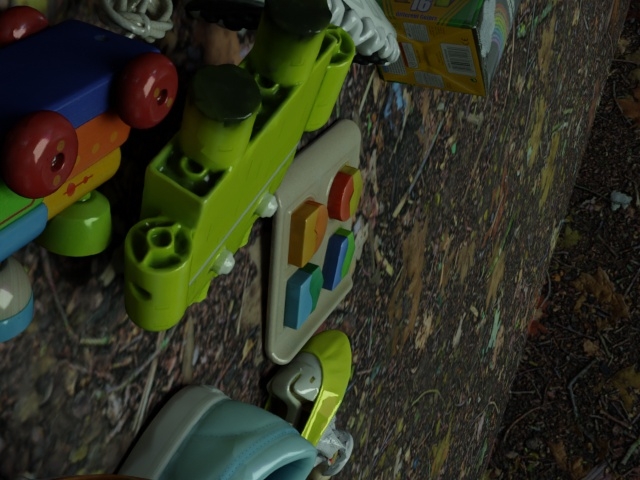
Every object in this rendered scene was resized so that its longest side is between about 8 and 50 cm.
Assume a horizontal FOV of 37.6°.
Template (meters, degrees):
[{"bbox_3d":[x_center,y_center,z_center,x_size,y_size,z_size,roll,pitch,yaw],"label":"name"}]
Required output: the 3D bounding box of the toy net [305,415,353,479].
[{"bbox_3d":[0.006,0.275,1.074,0.122,0.045,0.232,-45,159,-48],"label":"toy net"}]

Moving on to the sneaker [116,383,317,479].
[{"bbox_3d":[-0.115,0.278,0.706,0.135,0.150,0.366,71,38,-52],"label":"sneaker"}]

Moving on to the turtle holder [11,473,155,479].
[{"bbox_3d":[-0.145,0.277,0.541,0.320,0.227,0.243,-47,-170,25],"label":"turtle holder"}]

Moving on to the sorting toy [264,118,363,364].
[{"bbox_3d":[0.000,0.000,0.979,0.193,0.038,0.208,-45,142,-53],"label":"sorting toy"}]

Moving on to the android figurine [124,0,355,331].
[{"bbox_3d":[-0.061,-0.046,0.658,0.248,0.056,0.273,-55,174,-34],"label":"android figurine"}]

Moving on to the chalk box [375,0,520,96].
[{"bbox_3d":[0.148,-0.291,1.053,0.132,0.132,0.213,59,47,-59],"label":"chalk box"}]

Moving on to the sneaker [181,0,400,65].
[{"bbox_3d":[-0.005,-0.212,0.770,0.292,0.110,0.118,5,89,-69],"label":"sneaker"}]

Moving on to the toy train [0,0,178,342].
[{"bbox_3d":[-0.136,-0.055,0.543,0.248,0.105,0.143,-48,155,-51],"label":"toy train"}]

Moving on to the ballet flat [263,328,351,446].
[{"bbox_3d":[-0.034,0.183,0.966,0.077,0.077,0.231,47,59,-45],"label":"ballet flat"}]
